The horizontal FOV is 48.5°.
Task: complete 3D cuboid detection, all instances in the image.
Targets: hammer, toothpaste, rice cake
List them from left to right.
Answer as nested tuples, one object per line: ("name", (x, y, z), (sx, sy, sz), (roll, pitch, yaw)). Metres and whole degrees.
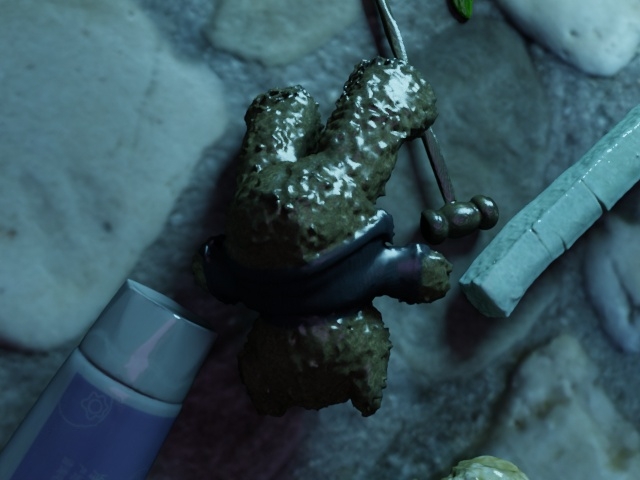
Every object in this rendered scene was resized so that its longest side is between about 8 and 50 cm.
("toothpaste", (-0.194, 0.201, 0.461), (0.125, 0.080, 0.371), (31, 85, -6))
("hammer", (0.068, -0.141, 0.568), (0.058, 0.029, 0.292), (-17, 85, -13))
("rice cake", (0.208, -0.034, 0.569), (0.245, 0.042, 0.045), (-41, 103, -10))

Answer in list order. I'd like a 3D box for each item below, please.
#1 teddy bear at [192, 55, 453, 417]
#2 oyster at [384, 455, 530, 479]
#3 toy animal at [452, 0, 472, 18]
("teddy bear", (-0.009, -0.003, 0.485), (0.182, 0.129, 0.251), (-2, 88, 26))
("oyster", (0.046, 0.287, 0.486), (0.166, 0.094, 0.294), (16, 87, -16))
("toy animal", (0.113, -0.297, 0.579), (0.041, 0.075, 0.216), (-4, 113, -7))
